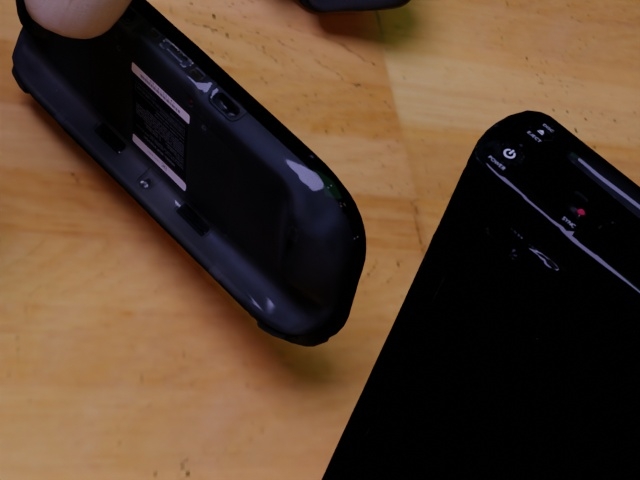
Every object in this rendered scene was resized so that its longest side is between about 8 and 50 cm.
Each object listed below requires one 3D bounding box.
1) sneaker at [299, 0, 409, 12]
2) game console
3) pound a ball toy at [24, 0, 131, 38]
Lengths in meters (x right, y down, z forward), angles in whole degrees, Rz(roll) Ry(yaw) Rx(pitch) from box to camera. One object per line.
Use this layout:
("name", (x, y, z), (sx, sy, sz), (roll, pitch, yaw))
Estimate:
("sneaker", (0.029, -0.192, 0.646), (0.227, 0.087, 0.130), (-28, 103, -57))
("game console", (0.000, 0.000, 0.435), (0.361, 0.213, 0.044), (43, 52, 19))
("pound a ball toy", (-0.238, -0.104, 0.386), (0.319, 0.135, 0.208), (24, 33, 18))
